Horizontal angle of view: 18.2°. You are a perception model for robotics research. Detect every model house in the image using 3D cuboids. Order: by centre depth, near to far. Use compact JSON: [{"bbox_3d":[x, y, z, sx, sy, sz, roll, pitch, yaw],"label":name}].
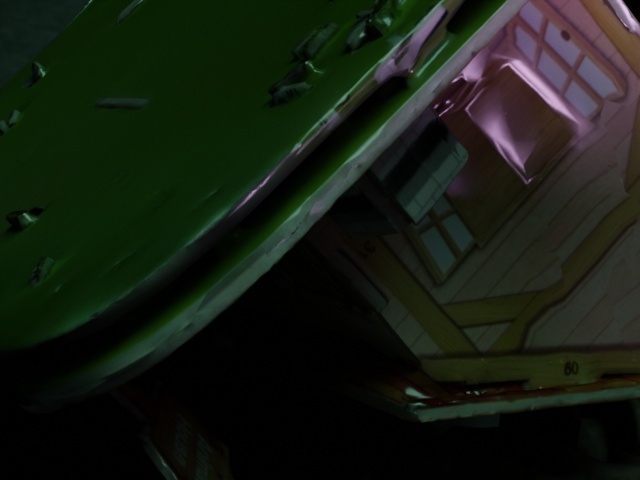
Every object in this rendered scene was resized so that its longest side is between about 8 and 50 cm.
[{"bbox_3d":[0.000,-0.001,0.579,0.207,0.154,0.294,-47,21,-14],"label":"model house"}]

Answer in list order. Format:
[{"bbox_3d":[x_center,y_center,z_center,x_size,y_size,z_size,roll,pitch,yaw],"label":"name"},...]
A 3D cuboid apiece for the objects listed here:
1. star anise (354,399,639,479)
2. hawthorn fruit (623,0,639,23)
[{"bbox_3d":[0.104,0.095,0.559,0.231,0.089,0.209,5,25,-14],"label":"star anise"},{"bbox_3d":[0.257,-0.139,0.777,0.300,0.268,0.268,-15,45,-37],"label":"hawthorn fruit"}]
